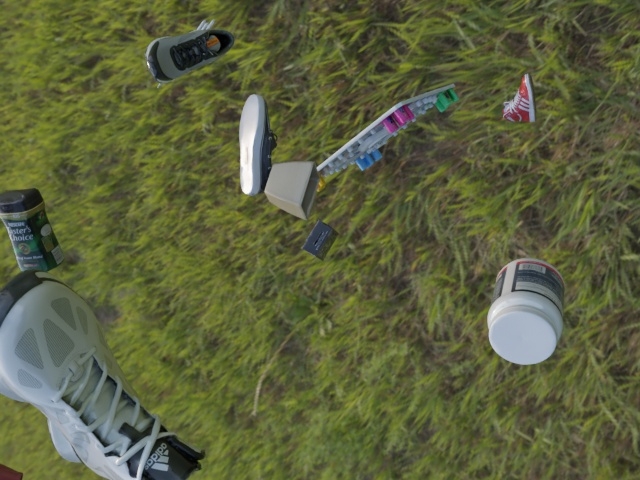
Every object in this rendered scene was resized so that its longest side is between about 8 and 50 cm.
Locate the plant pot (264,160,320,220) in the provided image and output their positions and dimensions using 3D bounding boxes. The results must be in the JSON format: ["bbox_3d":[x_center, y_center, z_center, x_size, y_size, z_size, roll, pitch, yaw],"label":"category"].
[{"bbox_3d":[-0.067,-0.121,1.563,0.096,0.108,0.109,13,166,12],"label":"plant pot"}]

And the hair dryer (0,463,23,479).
[{"bbox_3d":[-0.698,0.396,1.338,0.224,0.080,0.293,-34,108,6],"label":"hair dryer"}]

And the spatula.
[{"bbox_3d":[-0.400,-0.563,2.050,0.019,0.168,0.242,38,108,-7],"label":"spatula"}]

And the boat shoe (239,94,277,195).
[{"bbox_3d":[-0.134,-0.216,1.569,0.080,0.076,0.228,14,106,51],"label":"boat shoe"}]

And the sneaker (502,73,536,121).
[{"bbox_3d":[0.397,-0.283,1.383,0.067,0.042,0.118,-1,142,21],"label":"sneaker"}]

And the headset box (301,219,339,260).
[{"bbox_3d":[0.000,0.000,1.259,0.032,0.062,0.083,30,178,12],"label":"headset box"}]

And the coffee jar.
[{"bbox_3d":[-0.631,-0.024,1.489,0.096,0.079,0.184,-3,117,17],"label":"coffee jar"}]

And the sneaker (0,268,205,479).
[{"bbox_3d":[-0.283,0.227,0.963,0.258,0.169,0.447,21,144,22],"label":"sneaker"}]

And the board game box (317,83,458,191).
[{"bbox_3d":[0.170,-0.281,1.919,0.390,0.390,0.050,-35,87,36],"label":"board game box"}]

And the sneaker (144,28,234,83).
[{"bbox_3d":[-0.310,-0.453,1.634,0.108,0.271,0.100,-6,115,36],"label":"sneaker"}]

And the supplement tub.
[{"bbox_3d":[0.557,0.187,1.856,0.191,0.272,0.191,10,122,17],"label":"supplement tub"}]
